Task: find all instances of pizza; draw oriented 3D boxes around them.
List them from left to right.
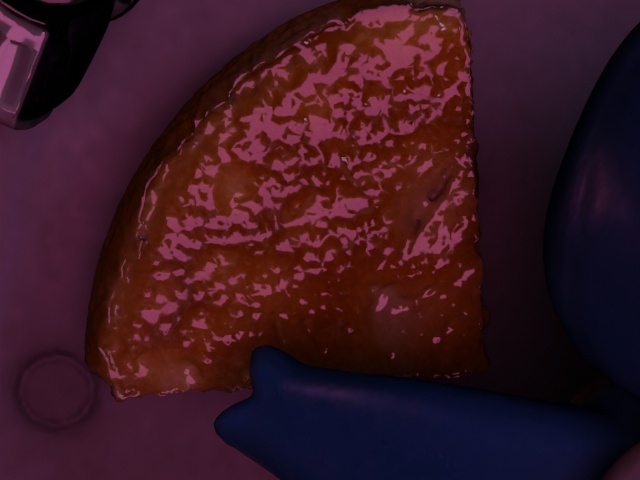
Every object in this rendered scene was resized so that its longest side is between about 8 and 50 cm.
[{"bbox_3d":[0.000,-0.001,0.494,0.175,0.046,0.134,-38,108,5],"label":"pizza"}]

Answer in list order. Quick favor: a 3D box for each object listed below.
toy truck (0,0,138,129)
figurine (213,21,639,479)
[{"bbox_3d":[-0.087,-0.160,0.425,0.125,0.101,0.242,21,96,-6],"label":"toy truck"},{"bbox_3d":[0.120,0.132,0.448,0.298,0.243,0.416,-1,87,-11],"label":"figurine"}]
